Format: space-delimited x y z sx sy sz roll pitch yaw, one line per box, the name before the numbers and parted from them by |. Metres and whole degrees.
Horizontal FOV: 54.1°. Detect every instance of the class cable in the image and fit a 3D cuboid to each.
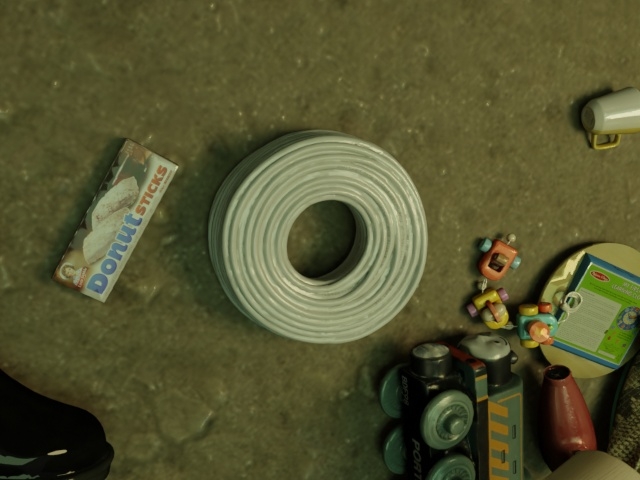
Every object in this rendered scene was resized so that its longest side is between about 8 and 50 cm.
cable | 0.000 0.000 0.743 0.257 0.089 0.257 -16 106 -13

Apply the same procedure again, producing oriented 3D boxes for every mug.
mug | 0.388 -0.161 0.839 0.064 0.062 0.078 -11 99 -6

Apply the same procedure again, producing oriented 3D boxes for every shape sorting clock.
shape sorting clock | 0.401 0.102 0.909 0.206 0.040 0.206 -4 107 -13

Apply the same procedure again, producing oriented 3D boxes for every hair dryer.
hair dryer | 0.371 0.312 0.853 0.080 0.223 0.293 -16 73 -4

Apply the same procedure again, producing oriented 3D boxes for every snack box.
snack box | -0.231 -0.022 0.706 0.064 0.022 0.178 28 93 -21

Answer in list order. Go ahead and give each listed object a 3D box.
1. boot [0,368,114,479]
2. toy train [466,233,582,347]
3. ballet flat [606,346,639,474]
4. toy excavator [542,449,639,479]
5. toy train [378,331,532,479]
boot | -0.359 0.112 0.641 0.348 0.131 0.260 18 97 -19
toy train | 0.270 0.075 0.843 0.166 0.046 0.125 34 100 -4
ballet flat | 0.495 0.383 0.926 0.164 0.182 0.482 16 97 -18
toy excavator | 0.265 0.472 0.753 0.222 0.433 0.445 -23 87 -30
toy train | 0.191 0.284 0.847 0.190 0.142 0.333 -12 104 -26
